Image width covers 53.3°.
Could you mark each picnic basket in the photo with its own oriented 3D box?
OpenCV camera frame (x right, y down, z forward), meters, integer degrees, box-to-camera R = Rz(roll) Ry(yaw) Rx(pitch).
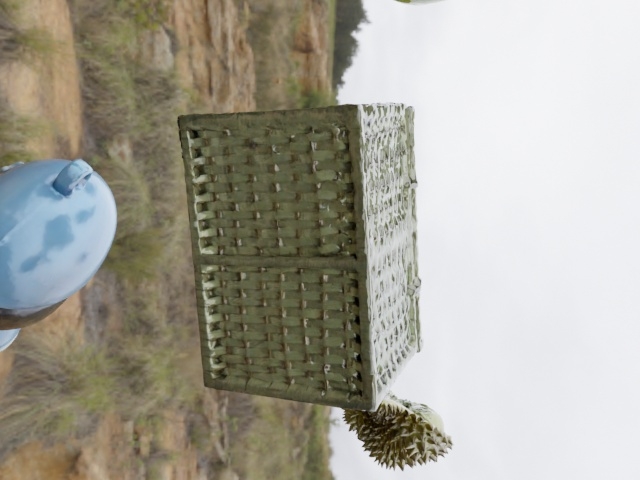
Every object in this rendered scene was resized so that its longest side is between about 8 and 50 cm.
[{"bbox_3d":[0.000,0.000,0.474,0.154,0.134,0.196,-29,117,-66],"label":"picnic basket"}]

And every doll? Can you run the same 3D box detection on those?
[{"bbox_3d":[-0.312,0.019,0.640,0.314,0.141,0.177,-38,-168,30],"label":"doll"}]

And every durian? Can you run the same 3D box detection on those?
[{"bbox_3d":[0.092,0.243,0.836,0.146,0.208,0.102,16,-112,44],"label":"durian"}]

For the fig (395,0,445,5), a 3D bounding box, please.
[{"bbox_3d":[0.196,-0.512,0.959,0.258,0.326,0.258,41,-26,25],"label":"fig"}]
